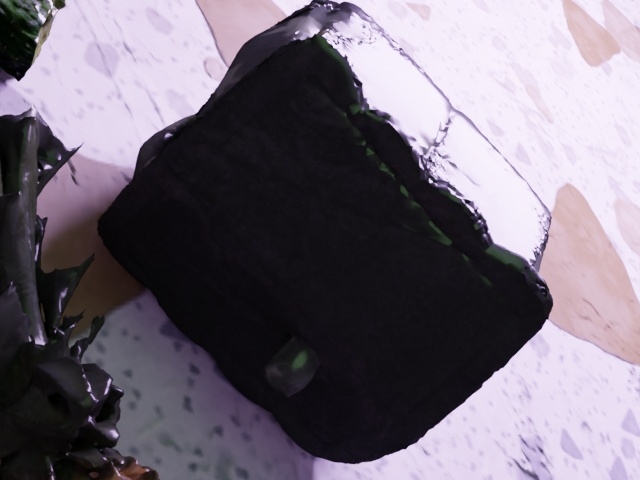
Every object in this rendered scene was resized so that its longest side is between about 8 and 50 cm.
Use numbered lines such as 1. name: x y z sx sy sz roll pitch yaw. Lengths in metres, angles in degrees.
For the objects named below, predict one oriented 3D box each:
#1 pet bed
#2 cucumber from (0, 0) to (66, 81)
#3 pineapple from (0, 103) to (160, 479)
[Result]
1. pet bed: 0.000 0.000 0.665 0.211 0.183 0.159 47 29 -8
2. cucumber: -0.228 -0.164 0.670 0.187 0.058 0.058 35 37 -20
3. pineapple: -0.120 0.075 0.511 0.130 0.119 0.277 8 51 -52
